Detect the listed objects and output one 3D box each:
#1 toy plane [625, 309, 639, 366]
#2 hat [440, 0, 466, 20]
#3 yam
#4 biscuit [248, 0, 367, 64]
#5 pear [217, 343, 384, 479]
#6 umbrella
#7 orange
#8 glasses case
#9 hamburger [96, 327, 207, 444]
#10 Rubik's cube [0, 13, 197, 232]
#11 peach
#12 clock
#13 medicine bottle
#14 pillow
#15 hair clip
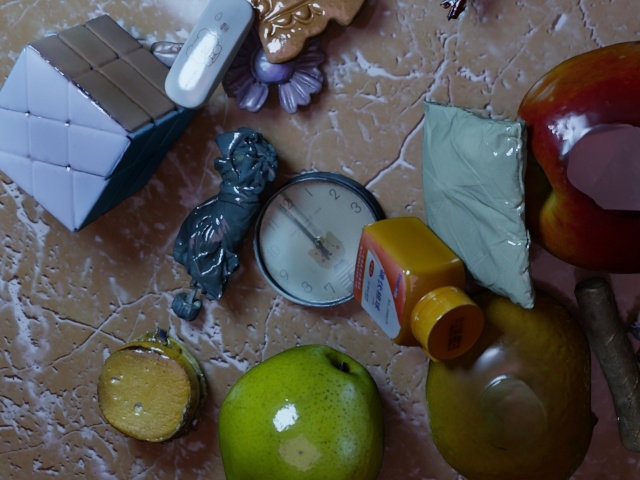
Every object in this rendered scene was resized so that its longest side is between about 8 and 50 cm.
[{"bbox_3d":[0.558,0.173,1.815,0.188,0.062,0.135,34,132,2],"label":"toy plane"},{"bbox_3d":[0.179,-0.468,1.791,0.227,0.129,0.140,51,130,19],"label":"hat"},{"bbox_3d":[0.461,0.195,1.813,0.066,0.066,0.300,-17,106,14],"label":"yam"},{"bbox_3d":[-0.067,-0.433,1.836,0.306,0.043,0.284,31,88,11],"label":"biscuit"},{"bbox_3d":[-0.025,0.309,1.859,0.294,0.294,0.294,2,99,12],"label":"pear"},{"bbox_3d":[-0.170,-0.017,1.917,0.094,0.143,0.349,14,116,-30],"label":"umbrella"},{"bbox_3d":[0.291,0.247,1.840,0.262,0.196,0.335,8,108,25],"label":"orange"},{"bbox_3d":[-0.171,-0.293,1.800,0.074,0.049,0.193,30,89,12],"label":"glasses case"},{"bbox_3d":[-0.277,0.255,1.980,0.191,0.118,0.182,41,108,7],"label":"hamburger"},{"bbox_3d":[-0.368,-0.187,1.847,0.221,0.224,0.231,41,123,3],"label":"Rubik's cube"},{"bbox_3d":[0.454,-0.118,1.670,0.406,0.310,0.335,-3,95,14],"label":"peach"},{"bbox_3d":[0.000,0.000,1.916,0.226,0.049,0.226,2,100,11],"label":"clock"},{"bbox_3d":[0.149,0.078,1.785,0.112,0.222,0.149,-10,126,-26],"label":"medicine bottle"},{"bbox_3d":[0.227,-0.059,1.744,0.076,0.274,0.281,-13,109,-21],"label":"pillow"},{"bbox_3d":[-0.145,-0.294,1.889,0.300,0.069,0.173,4,93,12],"label":"hair clip"}]
